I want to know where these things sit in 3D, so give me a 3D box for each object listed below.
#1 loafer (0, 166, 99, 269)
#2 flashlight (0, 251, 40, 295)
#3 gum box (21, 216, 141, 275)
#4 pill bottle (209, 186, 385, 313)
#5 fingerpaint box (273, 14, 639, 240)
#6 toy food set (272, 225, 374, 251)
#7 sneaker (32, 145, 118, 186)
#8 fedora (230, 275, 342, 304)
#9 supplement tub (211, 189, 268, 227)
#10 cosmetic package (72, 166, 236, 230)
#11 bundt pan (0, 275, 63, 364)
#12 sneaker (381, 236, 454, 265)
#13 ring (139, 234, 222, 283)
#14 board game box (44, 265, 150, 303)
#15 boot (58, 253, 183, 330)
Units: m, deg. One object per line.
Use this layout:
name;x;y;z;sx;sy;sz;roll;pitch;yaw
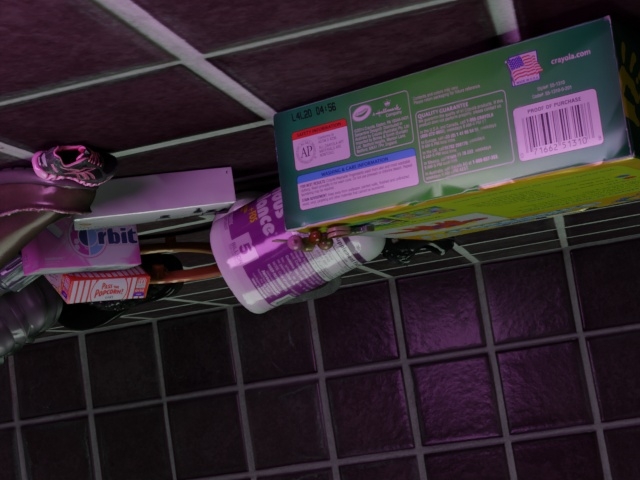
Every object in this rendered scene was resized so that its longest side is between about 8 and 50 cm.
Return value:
loafer;-0.444;-0.013;1.477;0.366;0.130;0.134;-14;171;34
flashlight;-0.652;0.114;1.927;0.304;0.103;0.103;-34;139;2
gum box;-0.377;-0.005;1.692;0.188;0.107;0.062;-2;170;-41
pill bottle;-0.006;-0.021;1.652;0.301;0.169;0.169;-27;169;11
fingerpaint box;0.229;-0.117;1.338;0.445;0.163;0.371;-11;171;35
toy food set;0.000;0.000;1.325;0.078;0.019;0.122;1;171;-44
sneaker;-0.301;-0.100;1.346;0.119;0.047;0.057;-3;159;-46
fedora;-0.082;0.050;2.363;0.243;0.124;0.275;-14;163;21
supplement tub;-0.094;-0.006;1.866;0.144;0.144;0.199;-11;172;14
cosmetic package;-0.253;-0.061;1.599;0.239;0.060;0.099;-7;171;-12
bundt pan;-0.658;0.181;2.156;0.331;0.124;0.331;-36;-177;2
sneaker;0.139;-0.005;2.211;0.283;0.124;0.107;-8;172;0
ring;-0.291;0.030;1.992;0.336;0.032;0.336;-1;-168;0
board game box;-0.399;0.037;1.799;0.146;0.045;0.193;-3;-150;-41
boot;-0.489;0.108;2.290;0.348;0.131;0.260;-23;175;20
